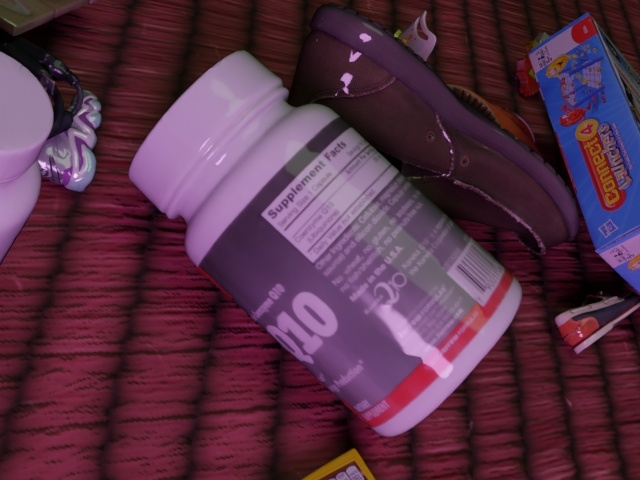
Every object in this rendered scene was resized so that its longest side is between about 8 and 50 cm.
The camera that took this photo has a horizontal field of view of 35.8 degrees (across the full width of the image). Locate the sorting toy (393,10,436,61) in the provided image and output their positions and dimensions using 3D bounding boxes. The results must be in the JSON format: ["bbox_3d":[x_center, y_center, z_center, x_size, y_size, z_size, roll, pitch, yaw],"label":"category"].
[{"bbox_3d":[0.103,-0.220,1.125,0.045,0.075,0.083,15,46,-31],"label":"sorting toy"}]

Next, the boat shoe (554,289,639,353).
[{"bbox_3d":[0.292,0.075,1.035,0.137,0.049,0.043,-23,69,-44],"label":"boat shoe"}]

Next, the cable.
[{"bbox_3d":[-0.277,-0.109,0.716,0.184,0.047,0.150,29,50,7],"label":"cable"}]

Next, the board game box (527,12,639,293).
[{"bbox_3d":[0.379,-0.056,1.129,0.308,0.086,0.302,35,35,-39],"label":"board game box"}]

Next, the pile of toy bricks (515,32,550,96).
[{"bbox_3d":[0.353,-0.174,1.295,0.212,0.118,0.105,36,76,-25],"label":"pile of toy bricks"}]

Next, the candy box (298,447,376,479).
[{"bbox_3d":[-0.016,0.221,0.650,0.206,0.027,0.105,-19,71,-48],"label":"candy box"}]

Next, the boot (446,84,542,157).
[{"bbox_3d":[0.192,-0.133,1.141,0.158,0.059,0.084,38,35,-19],"label":"boot"}]

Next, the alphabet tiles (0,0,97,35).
[{"bbox_3d":[-0.341,-0.280,0.802,0.342,0.011,0.285,33,30,1],"label":"alphabet tiles"}]

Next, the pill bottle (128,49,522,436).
[{"bbox_3d":[0.000,0.000,0.763,0.283,0.161,0.161,42,38,1],"label":"pill bottle"}]

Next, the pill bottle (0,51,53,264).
[{"bbox_3d":[-0.226,-0.026,0.577,0.108,0.180,0.108,24,42,-23],"label":"pill bottle"}]

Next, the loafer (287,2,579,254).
[{"bbox_3d":[0.107,-0.083,0.989,0.366,0.130,0.134,35,5,-24],"label":"loafer"}]

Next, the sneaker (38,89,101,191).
[{"bbox_3d":[-0.208,-0.087,0.765,0.069,0.038,0.098,18,44,-29],"label":"sneaker"}]
